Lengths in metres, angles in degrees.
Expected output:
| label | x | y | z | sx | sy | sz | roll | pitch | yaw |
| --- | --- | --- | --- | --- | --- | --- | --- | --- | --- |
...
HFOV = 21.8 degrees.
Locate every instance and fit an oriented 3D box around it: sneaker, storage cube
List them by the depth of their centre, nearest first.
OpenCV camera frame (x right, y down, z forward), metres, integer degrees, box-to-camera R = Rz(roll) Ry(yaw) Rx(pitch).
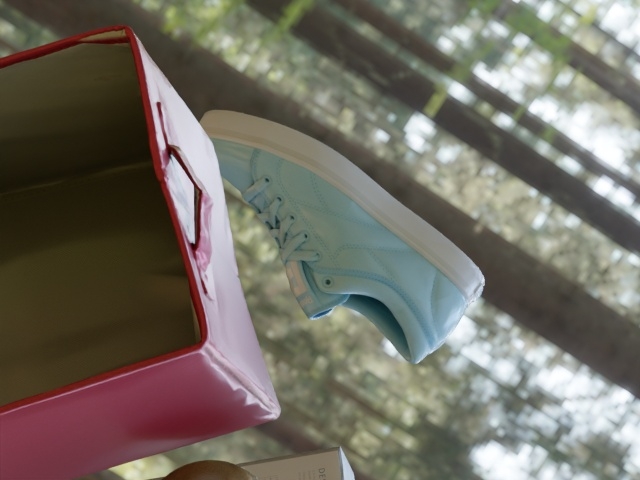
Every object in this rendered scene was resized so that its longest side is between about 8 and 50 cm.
| label | x | y | z | sx | sy | sz | roll | pitch | yaw |
| --- | --- | --- | --- | --- | --- | --- | --- | --- | --- |
| storage cube | -0.149 | 0.022 | 0.913 | 0.215 | 0.183 | 0.193 | -18 | 161 | 5 |
| sneaker | 0.000 | 0.000 | 1.814 | 0.150 | 0.366 | 0.135 | -57 | -179 | -20 |

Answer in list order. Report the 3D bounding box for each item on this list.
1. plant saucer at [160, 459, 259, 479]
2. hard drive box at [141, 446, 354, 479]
| label | x | y | z | sx | sy | sz | roll | pitch | yaw |
| --- | --- | --- | --- | --- | --- | --- | --- | --- | --- |
| plant saucer | -0.065 | 0.171 | 0.973 | 0.083 | 0.083 | 0.015 | -58 | -163 | -3 |
| hard drive box | -0.075 | 0.324 | 1.685 | 0.089 | 0.232 | 0.181 | 67 | 14 | -60 |
